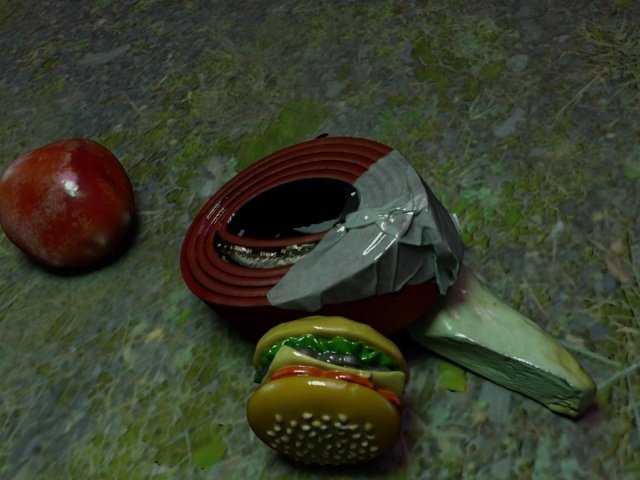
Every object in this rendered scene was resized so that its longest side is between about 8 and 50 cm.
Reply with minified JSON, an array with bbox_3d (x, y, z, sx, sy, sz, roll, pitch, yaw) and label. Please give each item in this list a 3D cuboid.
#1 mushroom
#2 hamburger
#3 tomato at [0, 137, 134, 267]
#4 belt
[{"bbox_3d":[0.143,0.076,0.828,0.107,0.087,0.333,-27,47,-21],"label":"mushroom"},{"bbox_3d":[0.008,0.145,0.724,0.162,0.162,0.115,0,50,9],"label":"hamburger"},{"bbox_3d":[-0.336,-0.049,0.998,0.187,0.151,0.187,-5,47,6],"label":"tomato"},{"bbox_3d":[0.000,0.000,0.826,0.324,0.115,0.227,-8,53,35],"label":"belt"}]
